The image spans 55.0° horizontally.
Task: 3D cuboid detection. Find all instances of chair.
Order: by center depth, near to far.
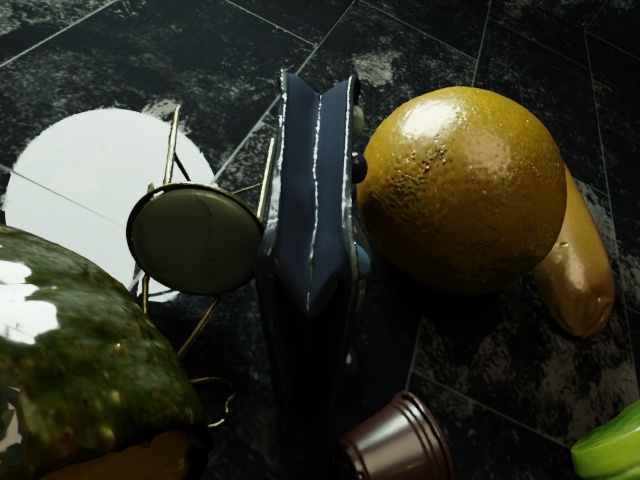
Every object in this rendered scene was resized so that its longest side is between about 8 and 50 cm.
[{"bbox_3d":[-0.133,0.011,0.649,0.160,0.170,0.325,19,36,-14],"label":"chair"}]

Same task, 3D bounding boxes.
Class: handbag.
[{"bbox_3d":[0.000,0.000,0.673,0.119,0.269,0.325,3,46,1],"label":"handbag"}]

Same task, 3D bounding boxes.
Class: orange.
[{"bbox_3d":[0.184,-0.064,0.813,0.275,0.274,0.274,15,43,-15],"label":"orange"}]

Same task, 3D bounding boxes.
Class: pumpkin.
[{"bbox_3d":[-0.218,0.123,0.386,0.225,0.303,0.256,42,76,17],"label":"pumpkin"}]

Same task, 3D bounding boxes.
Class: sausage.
[{"bbox_3d":[0.376,-0.007,0.976,0.134,0.116,0.353,16,45,-28],"label":"sausage"}]

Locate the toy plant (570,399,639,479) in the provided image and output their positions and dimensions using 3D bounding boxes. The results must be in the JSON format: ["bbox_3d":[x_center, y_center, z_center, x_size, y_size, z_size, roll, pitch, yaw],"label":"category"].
[{"bbox_3d":[0.420,0.320,0.631,0.224,0.184,0.315,-6,60,-56],"label":"toy plant"}]

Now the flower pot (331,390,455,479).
[{"bbox_3d":[0.062,0.214,0.596,0.089,0.111,0.111,-16,56,-20],"label":"flower pot"}]
